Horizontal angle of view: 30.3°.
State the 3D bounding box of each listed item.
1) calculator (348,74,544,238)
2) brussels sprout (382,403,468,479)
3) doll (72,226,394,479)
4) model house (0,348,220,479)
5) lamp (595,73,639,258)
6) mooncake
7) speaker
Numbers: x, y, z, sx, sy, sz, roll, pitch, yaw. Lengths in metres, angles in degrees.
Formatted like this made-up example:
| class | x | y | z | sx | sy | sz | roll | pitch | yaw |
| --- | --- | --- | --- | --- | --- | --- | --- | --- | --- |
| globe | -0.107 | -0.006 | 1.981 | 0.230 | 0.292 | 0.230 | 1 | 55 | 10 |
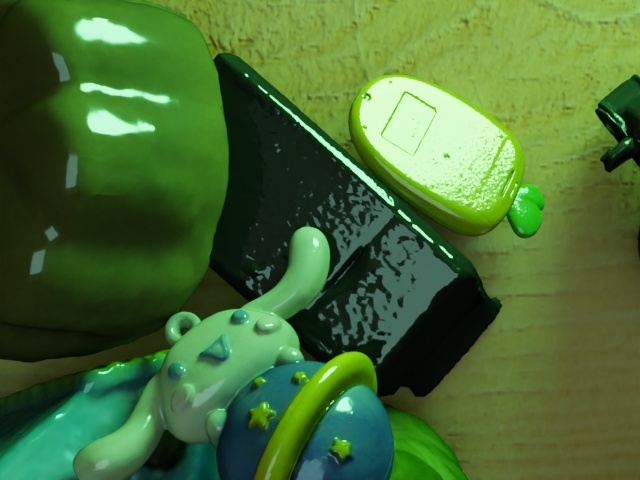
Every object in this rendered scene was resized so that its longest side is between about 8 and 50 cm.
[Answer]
| class | x | y | z | sx | sy | sz | roll | pitch | yaw |
| --- | --- | --- | --- | --- | --- | --- | --- | --- | --- |
| calculator | 0.135 | -0.085 | 1.225 | 0.234 | 0.032 | 0.146 | 31 | 59 | -5 |
| brussels sprout | 0.028 | 0.280 | 1.206 | 0.271 | 0.210 | 0.219 | 31 | 109 | -37 |
| doll | -0.029 | 0.138 | 1.065 | 0.242 | 0.160 | 0.311 | 11 | 58 | 34 |
| model house | -0.235 | 0.227 | 1.165 | 0.237 | 0.303 | 0.215 | -20 | 115 | 48 |
| lamp | 0.422 | -0.001 | 1.148 | 0.205 | 0.272 | 0.374 | -41 | 95 | 7 |
| mooncake | -0.278 | -0.073 | 1.116 | 0.378 | 0.200 | 0.379 | -4 | 83 | 35 |
| speaker | 0.000 | 0.000 | 1.237 | 0.388 | 0.184 | 0.180 | 42 | 95 | 7 |
